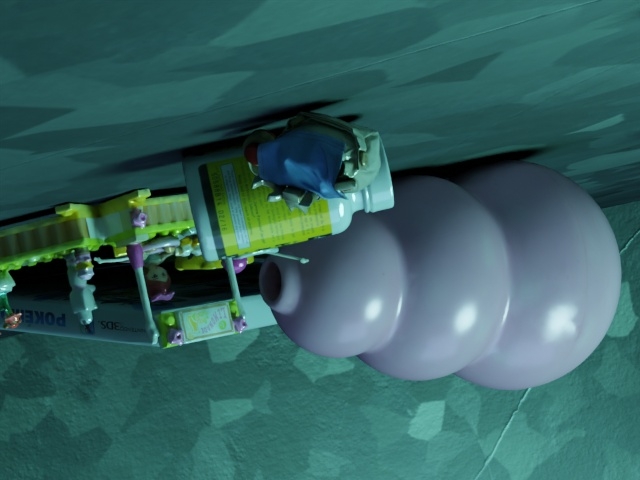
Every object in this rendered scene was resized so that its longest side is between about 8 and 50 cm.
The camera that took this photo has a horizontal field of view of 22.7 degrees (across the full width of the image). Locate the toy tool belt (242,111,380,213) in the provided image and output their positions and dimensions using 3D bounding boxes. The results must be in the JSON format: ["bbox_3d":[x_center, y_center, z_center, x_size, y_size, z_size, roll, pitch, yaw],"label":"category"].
[{"bbox_3d":[-0.012,-0.042,0.860,0.083,0.052,0.051,5,-151,24],"label":"toy tool belt"}]

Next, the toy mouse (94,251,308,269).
[{"bbox_3d":[-0.109,-0.003,1.267,0.161,0.031,0.143,-5,-169,-20],"label":"toy mouse"}]

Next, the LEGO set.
[{"bbox_3d":[-0.154,0.032,1.097,0.287,0.107,0.132,-11,176,-23],"label":"LEGO set"}]

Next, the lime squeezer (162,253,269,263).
[{"bbox_3d":[0.000,0.000,1.580,0.310,0.059,0.110,-12,176,-21],"label":"lime squeezer"}]

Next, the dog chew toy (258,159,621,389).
[{"bbox_3d":[0.098,0.032,1.382,0.332,0.206,0.206,-1,171,-32],"label":"dog chew toy"}]

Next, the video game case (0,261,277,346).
[{"bbox_3d":[-0.142,0.055,1.551,0.300,0.036,0.329,3,-173,40],"label":"video game case"}]

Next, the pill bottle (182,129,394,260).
[{"bbox_3d":[-0.019,-0.030,0.934,0.116,0.065,0.065,-13,177,-2],"label":"pill bottle"}]
